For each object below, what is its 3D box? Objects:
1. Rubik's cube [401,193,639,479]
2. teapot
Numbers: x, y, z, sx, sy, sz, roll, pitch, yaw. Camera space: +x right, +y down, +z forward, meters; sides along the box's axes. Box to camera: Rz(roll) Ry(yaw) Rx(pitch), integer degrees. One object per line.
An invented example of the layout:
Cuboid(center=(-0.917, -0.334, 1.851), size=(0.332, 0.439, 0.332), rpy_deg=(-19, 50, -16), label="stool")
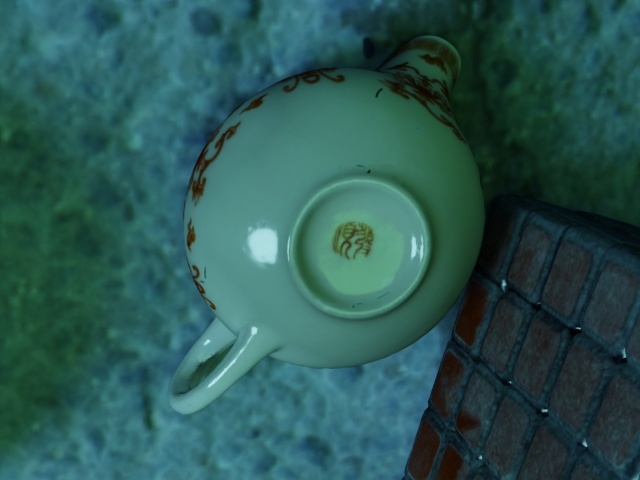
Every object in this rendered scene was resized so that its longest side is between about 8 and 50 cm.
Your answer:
Cuboid(center=(0.200, 0.131, 0.661), size=(0.237, 0.237, 0.238), rpy_deg=(16, 101, -18), label="Rubik's cube")
Cuboid(center=(0.000, 0.000, 0.655), size=(0.245, 0.116, 0.159), rpy_deg=(-43, 121, 6), label="teapot")
